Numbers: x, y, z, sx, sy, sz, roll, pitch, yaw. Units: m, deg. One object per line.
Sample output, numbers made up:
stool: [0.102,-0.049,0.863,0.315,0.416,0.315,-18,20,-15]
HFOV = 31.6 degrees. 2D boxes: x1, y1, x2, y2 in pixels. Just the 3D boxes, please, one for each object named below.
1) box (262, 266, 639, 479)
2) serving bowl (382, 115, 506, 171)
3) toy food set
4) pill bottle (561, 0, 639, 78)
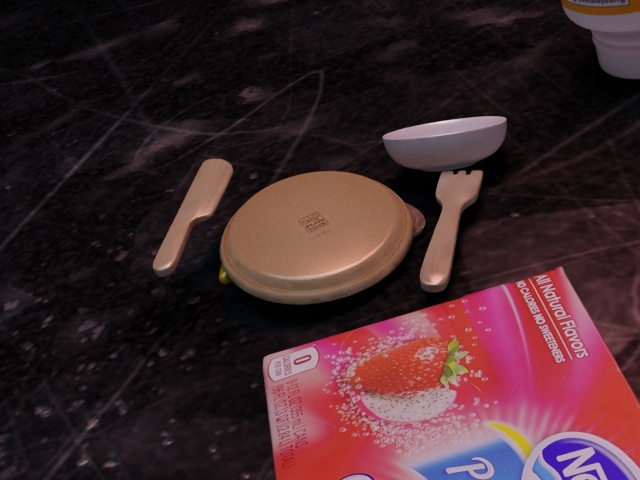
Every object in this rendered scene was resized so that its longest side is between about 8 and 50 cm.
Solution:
box: [0.065,0.134,0.362,0.128,0.123,0.257,-18,30,4]
serving bowl: [0.084,-0.063,0.758,0.083,0.027,0.083,-8,11,2]
toy food set: [0.000,0.000,0.718,0.192,0.038,0.132,4,42,18]
pill bottle: [0.211,-0.223,0.764,0.117,0.215,0.117,-15,30,9]
